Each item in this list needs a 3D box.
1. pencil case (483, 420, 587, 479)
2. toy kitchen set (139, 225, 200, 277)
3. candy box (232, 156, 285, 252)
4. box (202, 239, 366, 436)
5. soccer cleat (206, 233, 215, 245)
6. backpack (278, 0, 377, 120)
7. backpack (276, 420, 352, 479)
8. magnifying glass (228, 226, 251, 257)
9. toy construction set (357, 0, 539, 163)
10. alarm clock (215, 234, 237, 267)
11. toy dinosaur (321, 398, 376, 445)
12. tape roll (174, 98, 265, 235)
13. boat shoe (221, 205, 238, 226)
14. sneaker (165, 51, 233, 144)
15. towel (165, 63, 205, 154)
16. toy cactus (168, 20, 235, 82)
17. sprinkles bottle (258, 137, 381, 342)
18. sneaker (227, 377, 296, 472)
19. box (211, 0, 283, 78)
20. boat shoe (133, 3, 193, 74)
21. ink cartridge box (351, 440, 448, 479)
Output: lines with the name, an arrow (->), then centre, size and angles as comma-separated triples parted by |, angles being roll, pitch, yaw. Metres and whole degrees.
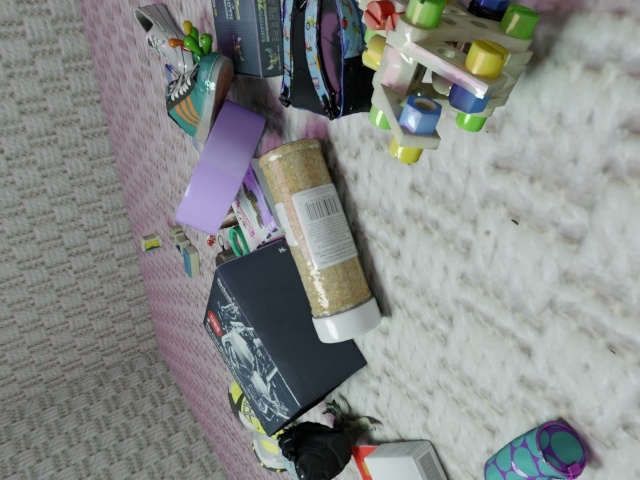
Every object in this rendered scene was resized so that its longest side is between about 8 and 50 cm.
pencil case -> 0.278, 0.298, 0.615 | 0.151, 0.065, 0.070 | 107, 159, -48
toy kitchen set -> -0.597, 0.058, 1.835 | 0.207, 0.166, 0.122 | 45, 142, 38
candy box -> -0.132, -0.077, 1.068 | 0.164, 0.070, 0.196 | 66, 150, 8
box -> -0.107, 0.233, 1.086 | 0.343, 0.179, 0.312 | 54, 146, 18
soccer cleat -> -0.368, -0.020, 1.547 | 0.035, 0.029, 0.083 | 48, 142, 49
backpack -> 0.014, -0.272, 0.656 | 0.158, 0.117, 0.173 | 32, 134, 48
backpack -> -0.026, 0.478, 1.048 | 0.182, 0.152, 0.115 | -22, 83, 61
magnifying glass -> -0.199, 0.050, 1.306 | 0.231, 0.026, 0.092 | 48, 144, 30
toy construction set -> 0.079, -0.229, 0.473 | 0.327, 0.215, 0.151 | 60, 149, 18
alarm clock -> -0.284, 0.074, 1.433 | 0.129, 0.064, 0.191 | -26, 81, 61
toy dinosaur -> 0.052, 0.437, 1.094 | 0.118, 0.064, 0.268 | 51, 141, 24
tape roll -> -0.211, -0.151, 0.977 | 0.274, 0.090, 0.274 | -56, 18, 30
boat shoe -> -0.267, -0.083, 1.274 | 0.258, 0.095, 0.095 | -8, 94, 61
sneaker -> -0.266, -0.301, 0.971 | 0.121, 0.108, 0.302 | 27, 159, -13
towel -> -0.368, -0.365, 1.327 | 0.285, 0.034, 0.209 | 47, 148, 38
toy cactus -> -0.270, -0.397, 1.093 | 0.219, 0.112, 0.180 | 49, 155, 18
sprinkles bottle -> 0.000, 0.000, 0.844 | 0.121, 0.121, 0.354 | -17, 92, 61
sneaker -> -0.175, 0.550, 1.500 | 0.385, 0.145, 0.147 | 38, 107, 47
box -> -0.145, -0.436, 0.882 | 0.183, 0.059, 0.232 | 31, 133, 47
boat shoe -> -0.429, -0.546, 1.262 | 0.267, 0.088, 0.096 | 60, 149, 17
ink cartridge box -> 0.170, 0.551, 0.910 | 0.261, 0.066, 0.296 | -34, 77, 49
